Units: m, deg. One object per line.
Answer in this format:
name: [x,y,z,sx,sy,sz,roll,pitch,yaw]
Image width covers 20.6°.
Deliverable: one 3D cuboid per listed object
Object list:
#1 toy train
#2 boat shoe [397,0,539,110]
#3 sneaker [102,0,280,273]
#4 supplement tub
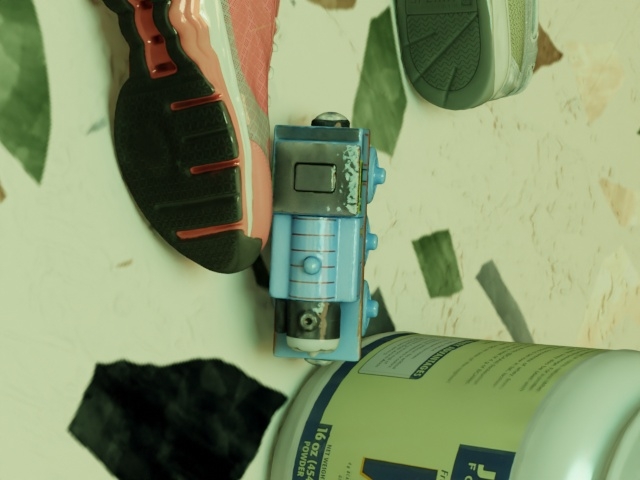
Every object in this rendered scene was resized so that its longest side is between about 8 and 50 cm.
toy train: [0.000,0.000,1.248,0.105,0.080,0.184,-13,107,-81]
boat shoe: [0.123,-0.264,1.364,0.103,0.118,0.320,-16,106,-49]
sneaker: [-0.065,-0.136,1.178,0.136,0.116,0.313,-23,107,-43]
supplement tub: [0.150,0.188,1.251,0.235,0.325,0.235,-1,92,-44]
